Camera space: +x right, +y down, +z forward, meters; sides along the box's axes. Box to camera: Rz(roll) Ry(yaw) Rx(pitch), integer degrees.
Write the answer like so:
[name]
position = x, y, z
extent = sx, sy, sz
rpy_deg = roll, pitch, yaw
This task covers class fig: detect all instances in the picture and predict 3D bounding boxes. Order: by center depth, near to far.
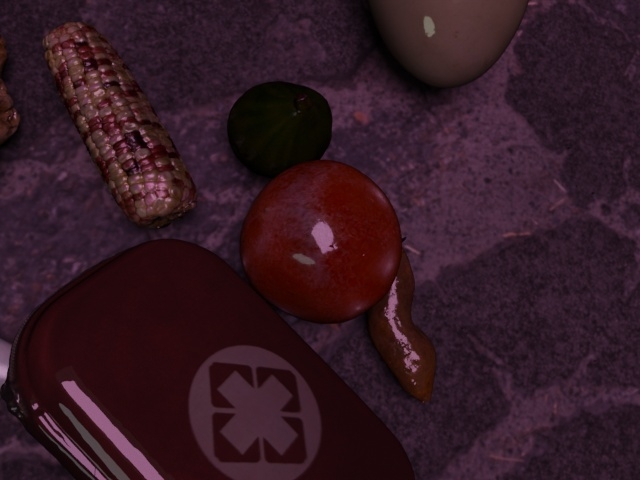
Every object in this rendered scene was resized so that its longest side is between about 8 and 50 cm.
[fig]
position = -0.036, -0.116, 0.783
extent = 0.117, 0.177, 0.117
rpy_deg = -2, 97, -13

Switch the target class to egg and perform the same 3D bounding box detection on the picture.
[egg]
position = 0.142, -0.296, 0.842
extent = 0.189, 0.188, 0.253
rpy_deg = 4, 84, -9

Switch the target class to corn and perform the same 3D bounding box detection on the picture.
[corn]
position = -0.216, -0.128, 0.799
extent = 0.086, 0.086, 0.253
rpy_deg = -28, 83, -14

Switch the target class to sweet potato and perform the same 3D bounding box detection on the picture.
[sweet potato]
position = 0.078, 0.071, 0.825
extent = 0.065, 0.051, 0.218
rpy_deg = -13, 80, -8

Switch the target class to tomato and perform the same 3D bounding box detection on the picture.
[tomato]
position = 0.000, 0.000, 0.765
extent = 0.168, 0.167, 0.167
rpy_deg = 2, 78, -9

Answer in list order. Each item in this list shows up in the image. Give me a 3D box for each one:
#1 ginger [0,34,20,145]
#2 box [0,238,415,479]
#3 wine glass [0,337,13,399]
[ginger]
position = -0.382, -0.117, 0.777
extent = 0.137, 0.074, 0.213
rpy_deg = 43, 69, 1
[box]
position = -0.086, 0.178, 0.699
extent = 0.404, 0.108, 0.263
rpy_deg = 45, 43, 0
[wine glass]
position = -0.284, 0.135, 0.741
extent = 0.156, 0.072, 0.072
rpy_deg = 17, 76, -6
